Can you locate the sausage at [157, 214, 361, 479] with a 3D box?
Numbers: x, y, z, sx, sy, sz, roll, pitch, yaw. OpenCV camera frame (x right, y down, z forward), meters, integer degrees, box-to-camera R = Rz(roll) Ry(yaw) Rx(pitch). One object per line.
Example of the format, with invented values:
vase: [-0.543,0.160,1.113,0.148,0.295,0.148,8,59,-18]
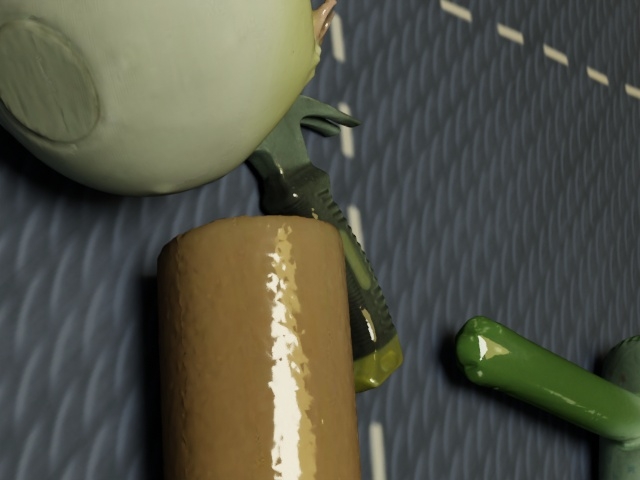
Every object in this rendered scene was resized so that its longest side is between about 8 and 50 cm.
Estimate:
sausage: [-0.035,0.120,0.599,0.123,0.123,0.253,9,69,-43]

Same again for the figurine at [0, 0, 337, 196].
figurine: [-0.098,-0.210,0.645,0.274,0.226,0.394,30,44,1]

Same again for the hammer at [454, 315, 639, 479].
hammer: [0.238,0.151,0.880,0.335,0.119,0.206,27,57,-28]

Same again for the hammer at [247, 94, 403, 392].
hammer: [0.000,0.000,0.739,0.159,0.041,0.226,-29,96,-44]
